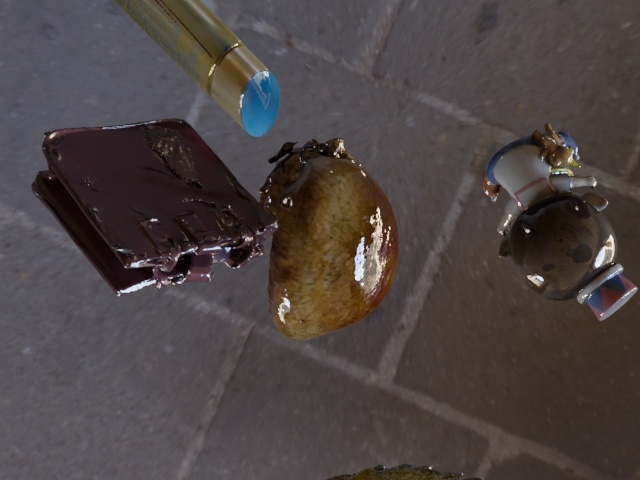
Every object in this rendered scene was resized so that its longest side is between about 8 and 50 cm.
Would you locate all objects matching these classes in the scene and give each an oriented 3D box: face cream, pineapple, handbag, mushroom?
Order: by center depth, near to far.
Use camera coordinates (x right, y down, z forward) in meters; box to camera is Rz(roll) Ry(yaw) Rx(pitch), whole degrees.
[{"bbox_3d":[-0.180,-0.037,1.258,0.216,0.203,0.074,48,132,27],"label":"handbag"},{"bbox_3d":[0.068,0.292,1.272,0.221,0.221,0.047,-10,95,4],"label":"pineapple"},{"bbox_3d":[-0.160,-0.251,1.425,0.067,0.139,0.285,-43,84,-14],"label":"face cream"},{"bbox_3d":[0.010,-0.008,1.654,0.195,0.263,0.283,-11,82,15],"label":"mushroom"}]

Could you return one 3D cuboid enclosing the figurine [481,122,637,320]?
[{"bbox_3d":[0.321,-0.015,1.579,0.161,0.158,0.276,-28,60,23],"label":"figurine"}]
